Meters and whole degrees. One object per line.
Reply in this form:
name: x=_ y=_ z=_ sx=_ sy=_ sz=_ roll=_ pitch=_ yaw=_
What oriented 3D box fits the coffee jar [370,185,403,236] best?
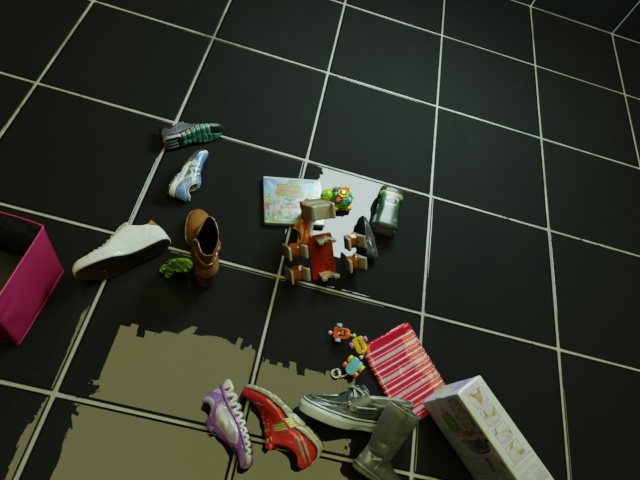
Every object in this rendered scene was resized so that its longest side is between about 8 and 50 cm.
coffee jar: x=0.243 y=-0.110 z=1.828 sx=0.096 sy=0.079 sz=0.184 roll=17 pitch=59 yaw=-2

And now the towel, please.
towel: x=0.268 y=0.408 z=1.567 sx=0.198 sy=0.031 sz=0.275 roll=-21 pitch=68 yaw=-23

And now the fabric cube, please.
fabric cube: x=-0.875 y=0.085 z=1.317 sx=0.259 sy=0.258 sz=0.254 roll=18 pitch=59 yaw=-4

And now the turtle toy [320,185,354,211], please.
turtle toy: x=0.061 y=-0.156 z=1.814 sx=0.130 sy=0.066 sz=0.095 roll=-3 pitch=62 yaw=-16

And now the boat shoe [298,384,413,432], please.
boat shoe: x=0.104 y=0.463 z=1.426 sx=0.335 sy=0.121 sz=0.119 roll=16 pitch=88 yaw=-17

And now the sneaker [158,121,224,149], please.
sneaker: x=-0.462 y=-0.400 z=1.810 sx=0.223 sy=0.083 sz=0.098 roll=-18 pitch=62 yaw=-22

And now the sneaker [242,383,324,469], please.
sneaker: x=-0.119 y=0.504 z=1.371 sx=0.279 sy=0.107 sz=0.118 roll=40 pitch=68 yaw=12

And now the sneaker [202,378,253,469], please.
sneaker: x=-0.250 y=0.498 z=1.349 sx=0.104 sy=0.095 sz=0.236 roll=-18 pitch=62 yaw=-16

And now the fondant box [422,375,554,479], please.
fondant box: x=0.452 y=0.552 z=1.392 sx=0.096 sy=0.238 sz=0.330 roll=-30 pitch=77 yaw=-23

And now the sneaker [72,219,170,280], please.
sneaker: x=-0.611 y=0.023 z=1.523 sx=0.290 sy=0.106 sz=0.123 roll=-25 pitch=63 yaw=-36

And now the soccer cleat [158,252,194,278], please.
soccer cleat: x=-0.421 y=0.064 z=1.504 sx=0.060 sy=0.179 sz=0.072 roll=48 pitch=51 yaw=-21

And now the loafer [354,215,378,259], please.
loafer: x=0.161 y=-0.007 z=1.767 sx=0.061 sy=0.062 sz=0.170 roll=15 pitch=59 yaw=-32

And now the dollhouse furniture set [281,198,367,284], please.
dollhouse furniture set: x=0.000 y=0.000 z=1.646 sx=0.262 sy=0.135 sz=0.259 roll=-10 pitch=103 yaw=-20

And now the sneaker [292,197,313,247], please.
sneaker: x=-0.057 y=-0.061 z=1.706 sx=0.067 sy=0.064 sz=0.175 roll=8 pitch=78 yaw=-15

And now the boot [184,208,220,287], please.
boot: x=-0.358 y=-0.017 z=1.533 sx=0.109 sy=0.220 sz=0.284 roll=1 pitch=61 yaw=-14

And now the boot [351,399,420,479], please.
boot: x=0.205 y=0.562 z=1.374 sx=0.189 sy=0.076 sz=0.208 roll=38 pitch=79 yaw=-17

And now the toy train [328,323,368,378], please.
toy train: x=0.085 y=0.341 z=1.552 sx=0.125 sy=0.046 sz=0.166 roll=-1 pitch=69 yaw=15

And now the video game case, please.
video game case: x=-0.096 y=-0.137 z=1.787 sx=0.212 sy=0.023 sz=0.193 roll=2 pitch=60 yaw=-13

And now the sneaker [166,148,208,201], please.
sneaker: x=-0.436 y=-0.220 z=1.721 sx=0.081 sy=0.080 sz=0.211 roll=29 pitch=67 yaw=-4
